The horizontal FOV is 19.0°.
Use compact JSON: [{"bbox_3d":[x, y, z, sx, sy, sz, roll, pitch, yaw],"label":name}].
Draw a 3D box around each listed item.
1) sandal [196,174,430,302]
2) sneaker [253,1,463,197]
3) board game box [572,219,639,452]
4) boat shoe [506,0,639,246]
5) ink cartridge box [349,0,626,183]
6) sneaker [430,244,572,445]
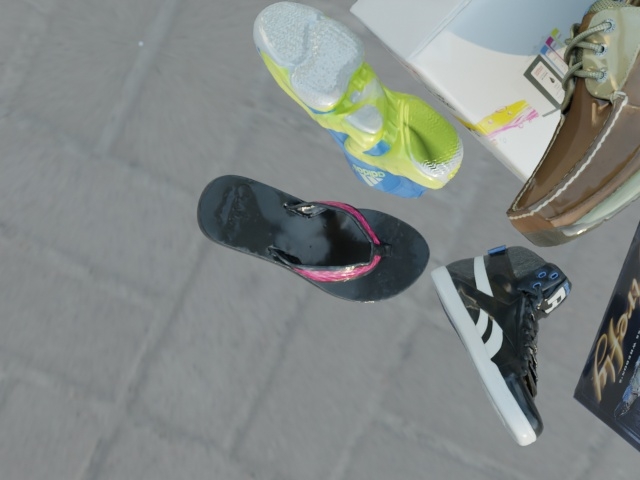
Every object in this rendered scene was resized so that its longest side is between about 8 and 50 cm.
[{"bbox_3d":[0.000,0.000,1.330,0.179,0.040,0.067,17,81,-26],"label":"sandal"},{"bbox_3d":[0.023,-0.120,1.830,0.240,0.126,0.091,42,64,7],"label":"sneaker"},{"bbox_3d":[0.227,0.004,1.058,0.042,0.165,0.243,17,97,-16],"label":"board game box"},{"bbox_3d":[0.245,-0.136,1.517,0.120,0.122,0.324,46,67,-14],"label":"boat shoe"},{"bbox_3d":[0.177,-0.168,1.671,0.168,0.171,0.232,-46,118,4],"label":"ink cartridge box"},{"bbox_3d":[0.196,0.085,1.826,0.121,0.217,0.079,-25,142,0],"label":"sneaker"}]
